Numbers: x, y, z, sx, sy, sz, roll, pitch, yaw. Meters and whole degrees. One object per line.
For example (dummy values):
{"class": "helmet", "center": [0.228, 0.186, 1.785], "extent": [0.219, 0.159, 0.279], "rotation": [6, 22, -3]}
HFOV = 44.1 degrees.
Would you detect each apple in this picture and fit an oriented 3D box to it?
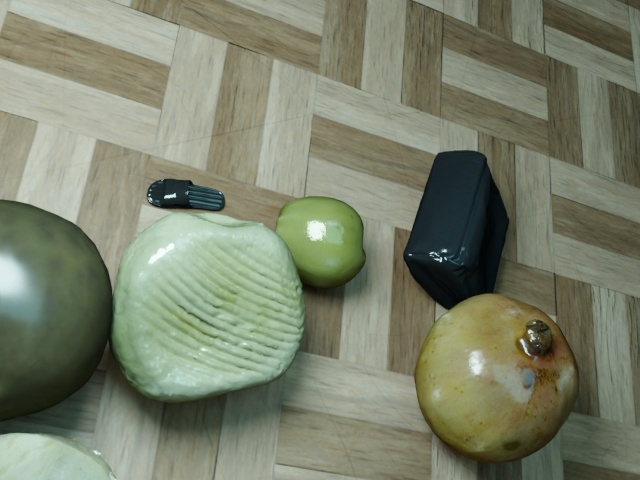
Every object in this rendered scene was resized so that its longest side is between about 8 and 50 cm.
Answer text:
{"class": "apple", "center": [0.000, 0.000, 1.570], "extent": [0.200, 0.200, 0.200], "rotation": [10, 65, -22]}

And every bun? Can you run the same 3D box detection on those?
{"class": "bun", "center": [-0.208, 0.118, 1.380], "extent": [0.349, 0.227, 0.352], "rotation": [35, 73, -26]}

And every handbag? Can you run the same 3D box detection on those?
{"class": "handbag", "center": [0.294, -0.009, 1.742], "extent": [0.177, 0.275, 0.302], "rotation": [5, 59, 25]}

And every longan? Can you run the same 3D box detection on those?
{"class": "longan", "center": [-0.507, 0.113, 1.168], "extent": [0.404, 0.336, 0.404], "rotation": [-4, 36, 3]}

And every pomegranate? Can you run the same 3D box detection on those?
{"class": "pomegranate", "center": [0.354, 0.260, 1.548], "extent": [0.338, 0.338, 0.338], "rotation": [10, 65, -22]}

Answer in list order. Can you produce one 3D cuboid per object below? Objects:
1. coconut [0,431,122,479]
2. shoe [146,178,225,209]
{"class": "coconut", "center": [-0.429, 0.451, 1.093], "extent": [0.352, 0.352, 0.353], "rotation": [10, 65, -22]}
{"class": "shoe", "center": [-0.259, -0.094, 1.559], "extent": [0.159, 0.053, 0.062], "rotation": [7, 69, -26]}
